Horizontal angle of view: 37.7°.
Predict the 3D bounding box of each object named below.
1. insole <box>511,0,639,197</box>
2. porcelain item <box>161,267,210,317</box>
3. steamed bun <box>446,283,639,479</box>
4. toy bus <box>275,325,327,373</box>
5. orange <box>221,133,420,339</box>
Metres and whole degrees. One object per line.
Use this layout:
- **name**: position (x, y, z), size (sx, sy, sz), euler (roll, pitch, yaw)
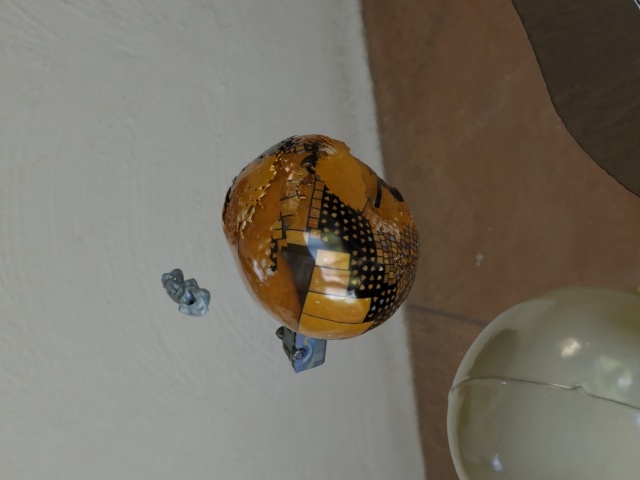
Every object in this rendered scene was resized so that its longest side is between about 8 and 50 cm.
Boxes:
- **insole**: position (0.221, -0.152, 0.738), size (0.111, 0.007, 0.327), euler (-27, 112, 26)
- **porcelain item**: position (-0.143, 0.057, 1.003), size (0.083, 0.036, 0.028), euler (37, 169, 51)
- **steamed bun**: position (0.319, 0.206, 0.979), size (0.374, 0.333, 0.334), euler (26, 137, -3)
- **toy bus**: position (-0.020, 0.104, 1.194), size (0.153, 0.061, 0.051), euler (96, 151, -43)
- **orange**: position (0.000, 0.000, 1.032), size (0.182, 0.234, 0.234), euler (-32, 82, 20)
